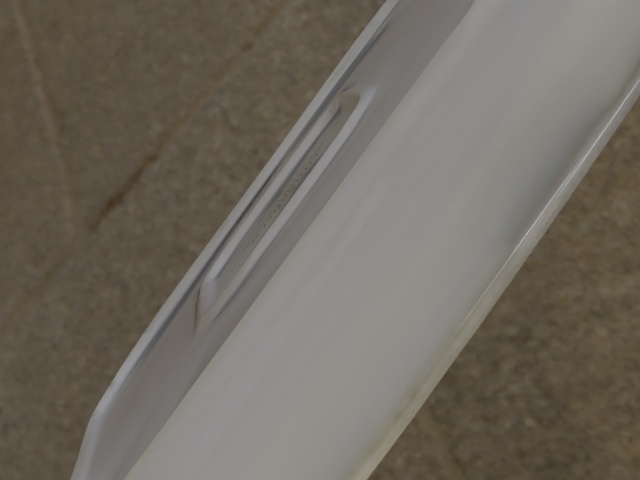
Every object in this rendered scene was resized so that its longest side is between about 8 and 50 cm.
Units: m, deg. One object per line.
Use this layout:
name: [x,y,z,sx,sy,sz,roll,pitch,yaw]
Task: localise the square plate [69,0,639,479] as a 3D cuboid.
square plate: [0.000,0.000,0.521,0.347,0.049,0.344,-54,9,3]
